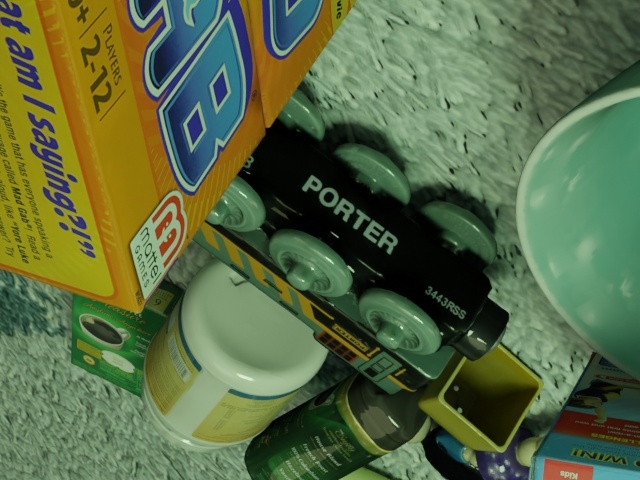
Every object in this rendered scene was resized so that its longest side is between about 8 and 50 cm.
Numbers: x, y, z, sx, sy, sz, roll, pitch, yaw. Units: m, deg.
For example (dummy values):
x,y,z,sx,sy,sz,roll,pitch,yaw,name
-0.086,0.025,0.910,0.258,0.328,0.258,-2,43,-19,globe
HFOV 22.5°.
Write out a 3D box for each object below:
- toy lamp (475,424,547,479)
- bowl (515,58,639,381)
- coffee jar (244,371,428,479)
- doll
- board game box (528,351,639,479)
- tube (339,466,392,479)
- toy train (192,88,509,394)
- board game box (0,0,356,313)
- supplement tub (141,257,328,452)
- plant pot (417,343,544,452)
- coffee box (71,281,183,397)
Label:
x,y,z,sx,sy,sz,roll,pitch,yaw,name
0.257,0.173,1.415,0.080,0.080,0.275,46,145,-19,toy lamp
0.301,-0.033,1.057,0.312,0.163,0.311,20,143,16,bowl
0.019,0.183,1.552,0.184,0.096,0.079,-34,96,34,coffee jar
0.152,0.226,1.579,0.189,0.046,0.129,33,161,1,doll
0.321,0.172,1.141,0.308,0.302,0.086,7,102,17,board game box
0.109,0.300,1.700,0.240,0.062,0.070,23,-172,4,tube
0.000,0.000,1.357,0.334,0.142,0.190,36,154,-5,toy train
-0.208,-0.237,1.028,0.356,0.356,0.356,17,142,20,board game box
-0.087,0.111,1.538,0.144,0.144,0.199,34,145,-3,supplement tub
0.136,0.141,1.468,0.081,0.081,0.083,41,156,-12,plant pot
-0.205,0.093,1.694,0.113,0.040,0.184,25,145,10,coffee box
